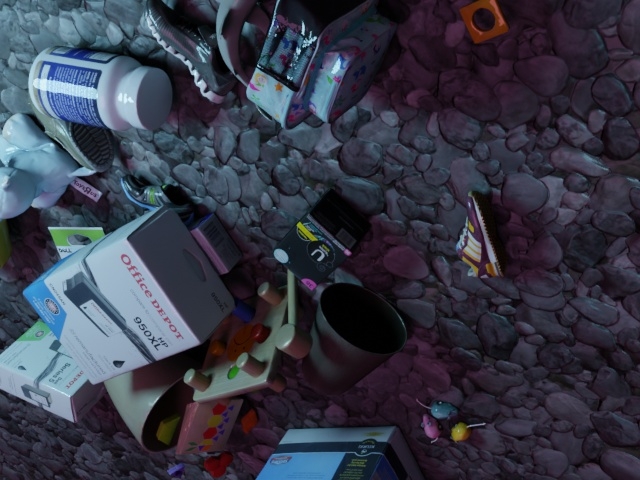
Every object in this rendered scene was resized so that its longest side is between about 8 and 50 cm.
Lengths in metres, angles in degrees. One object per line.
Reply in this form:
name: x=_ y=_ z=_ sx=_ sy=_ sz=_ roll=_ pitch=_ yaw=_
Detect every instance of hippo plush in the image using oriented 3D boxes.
hippo plush: x=-0.695 y=-0.121 z=1.938 sx=0.294 sy=0.236 sz=0.234 roll=33 pitch=133 yaw=6

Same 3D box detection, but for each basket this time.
basket: x=0.055 y=0.229 z=1.821 sx=0.204 sy=0.154 sz=0.226 roll=33 pitch=137 yaw=6

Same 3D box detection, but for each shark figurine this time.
shark figurine: x=-0.151 y=-0.357 z=1.502 sx=0.166 sy=0.116 sz=0.278 roll=4 pitch=122 yaw=7

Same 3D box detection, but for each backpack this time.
backpack: x=-0.005 y=-0.306 z=1.402 sx=0.191 sy=0.225 sz=0.253 roll=41 pitch=138 yaw=4

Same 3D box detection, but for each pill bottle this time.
pill bottle: x=-0.445 y=-0.306 z=1.708 sx=0.265 sy=0.153 sz=0.153 roll=13 pitch=129 yaw=23

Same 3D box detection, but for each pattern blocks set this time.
pattern blocks set: x=-0.288 y=0.476 z=2.149 sx=0.026 sy=0.286 sz=0.324 roll=43 pitch=111 yaw=44

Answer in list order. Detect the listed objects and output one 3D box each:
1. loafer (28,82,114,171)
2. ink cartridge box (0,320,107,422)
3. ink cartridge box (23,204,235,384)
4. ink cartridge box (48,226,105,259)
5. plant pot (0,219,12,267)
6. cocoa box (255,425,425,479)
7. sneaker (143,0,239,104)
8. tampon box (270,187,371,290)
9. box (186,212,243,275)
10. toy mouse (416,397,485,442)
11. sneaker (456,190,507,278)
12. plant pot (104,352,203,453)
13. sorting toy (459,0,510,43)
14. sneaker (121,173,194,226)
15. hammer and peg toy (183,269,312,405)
loafer: x=-0.557 y=-0.256 z=1.869 sx=0.251 sy=0.094 sz=0.087 roll=54 pitch=144 yaw=-8
ink cartridge box: x=-0.741 y=0.366 z=2.357 sx=0.273 sy=0.198 sz=0.114 roll=18 pitch=129 yaw=18
ink cartridge box: x=-0.434 y=0.131 z=1.898 sx=0.395 sy=0.166 sz=0.285 roll=-24 pitch=106 yaw=35
ink cartridge box: x=-0.534 y=0.059 z=2.077 sx=0.189 sy=0.097 sz=0.255 roll=1 pitch=120 yaw=31
plant pot: x=-0.907 y=-0.036 z=2.143 sx=0.254 sy=0.254 sz=0.239 roll=19 pitch=147 yaw=17
cocoa box: x=0.048 y=0.616 z=2.056 sx=0.347 sy=0.228 sz=0.231 roll=-11 pitch=116 yaw=36
sneaker: x=-0.232 y=-0.376 z=1.588 sx=0.106 sy=0.078 sz=0.234 roll=-30 pitch=106 yaw=35
tampon box: x=0.000 y=0.000 z=1.709 sx=0.120 sy=0.101 sz=0.161 roll=42 pitch=134 yaw=-2
box: x=-0.270 y=0.021 z=1.906 sx=0.137 sy=0.072 sz=0.126 roll=-19 pitch=112 yaw=38
toy mouse: x=0.269 y=0.413 z=1.907 sx=0.143 sy=0.031 sz=0.161 roll=40 pitch=134 yaw=-1
sneaker: x=0.284 y=-0.006 z=1.559 sx=0.084 sy=0.069 sz=0.185 roll=-8 pitch=118 yaw=29
plant pot: x=-0.445 y=0.363 z=2.176 sx=0.274 sy=0.257 sz=0.256 roll=35 pitch=137 yaw=29
sorting toy: x=0.204 y=-0.472 z=1.275 sx=0.196 sy=0.047 sz=0.347 roll=0 pitch=123 yaw=36
sneaker: x=-0.361 y=-0.101 z=1.885 sx=0.188 sy=0.067 sz=0.078 roll=30 pitch=112 yaw=11
hammer and peg toy: x=-0.128 y=0.214 z=1.859 sx=0.361 sy=0.265 sz=0.127 roll=-23 pitch=131 yaw=39
